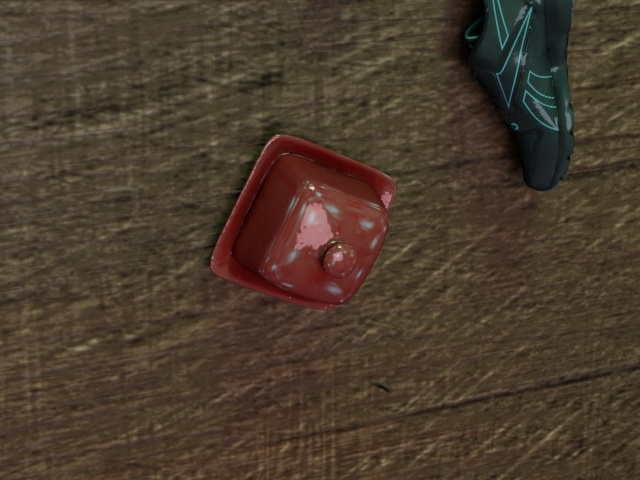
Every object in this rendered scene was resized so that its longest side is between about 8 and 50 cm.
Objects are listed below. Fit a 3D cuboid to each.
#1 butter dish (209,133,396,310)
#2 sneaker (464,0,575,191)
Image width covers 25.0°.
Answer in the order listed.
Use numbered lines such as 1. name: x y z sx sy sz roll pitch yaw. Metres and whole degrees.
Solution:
1. butter dish: 0.000 0.000 1.394 0.160 0.118 0.160 21 102 -29
2. sneaker: 0.197 -0.173 1.436 0.106 0.101 0.267 -5 117 2
